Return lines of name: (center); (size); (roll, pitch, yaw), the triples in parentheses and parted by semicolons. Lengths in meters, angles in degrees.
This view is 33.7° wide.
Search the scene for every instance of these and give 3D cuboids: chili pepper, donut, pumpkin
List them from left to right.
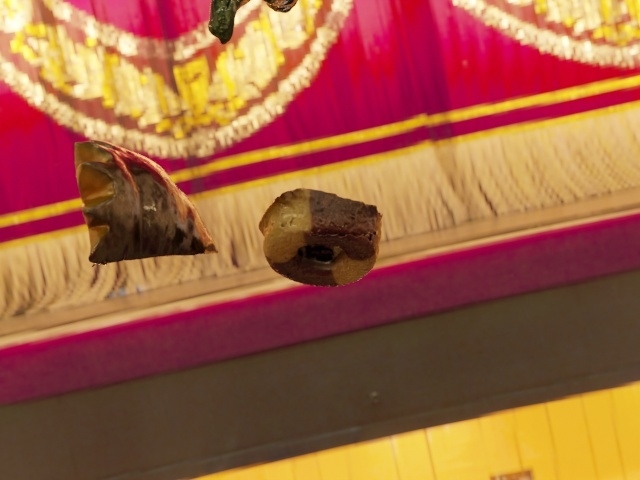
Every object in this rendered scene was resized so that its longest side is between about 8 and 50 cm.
pumpkin: (-0.187, -0.045, 1.155); (0.149, 0.130, 0.254); (-2, 3, -9)
chili pepper: (-0.068, -0.272, 1.167); (0.182, 0.050, 0.073); (-40, -19, -56)
donut: (0.000, 0.000, 1.169); (0.141, 0.059, 0.140); (2, -34, 1)
